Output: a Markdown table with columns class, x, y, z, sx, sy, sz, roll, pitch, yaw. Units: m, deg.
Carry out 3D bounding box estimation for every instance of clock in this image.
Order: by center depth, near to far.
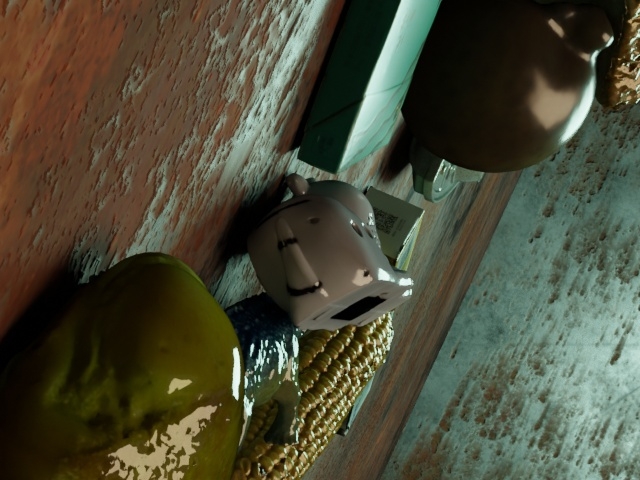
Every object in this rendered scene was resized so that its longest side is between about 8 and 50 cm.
| class | x | y | z | sx | sy | sz | roll | pitch | yaw |
| --- | --- | --- | --- | --- | --- | --- | --- | --- | --- |
| clock | -0.001 | 0.000 | 1.065 | 0.080 | 0.117 | 0.176 | -32 | 167 | 14 |

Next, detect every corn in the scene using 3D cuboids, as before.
| class | x | y | z | sx | sy | sz | roll | pitch | yaw |
| --- | --- | --- | --- | --- | --- | --- | --- | --- | --- |
| corn | -0.017 | 0.137 | 1.279 | 0.293 | 0.106 | 0.106 | -56 | 166 | -41 |

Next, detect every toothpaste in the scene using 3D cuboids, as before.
| class | x | y | z | sx | sy | sz | roll | pitch | yaw |
| --- | --- | --- | --- | --- | --- | --- | --- | --- | --- |
| toothpaste | 0.040 | 0.084 | 1.529 | 0.313 | 0.071 | 0.089 | 102 | 13 | -48 |

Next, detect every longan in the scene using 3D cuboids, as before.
| class | x | y | z | sx | sy | sz | roll | pitch | yaw |
| --- | --- | --- | --- | --- | --- | --- | --- | --- | --- |
| longan | 0.168 | -0.151 | 1.308 | 0.185 | 0.204 | 0.159 | 41 | 31 | -44 |

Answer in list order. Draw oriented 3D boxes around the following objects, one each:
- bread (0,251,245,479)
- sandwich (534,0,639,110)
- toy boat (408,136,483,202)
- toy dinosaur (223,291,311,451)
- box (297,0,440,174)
| class | x | y | z | sx | sy | sz | roll | pitch | yaw |
| --- | --- | --- | --- | --- | --- | --- | --- | --- | --- |
| bread | -0.122 | 0.180 | 0.813 | 0.166 | 0.112 | 0.384 | -54 | 166 | -48 |
| sandwich | 0.257 | -0.300 | 1.316 | 0.095 | 0.249 | 0.273 | -19 | 146 | -22 |
| toy boat | 0.164 | -0.125 | 1.612 | 0.319 | 0.092 | 0.141 | -47 | 157 | -57 |
| toy dinosaur | -0.056 | 0.089 | 1.039 | 0.363 | 0.076 | 0.147 | -9 | 111 | -71 |
| box | 0.056 | -0.170 | 1.107 | 0.226 | 0.042 | 0.161 | -70 | 168 | 17 |
